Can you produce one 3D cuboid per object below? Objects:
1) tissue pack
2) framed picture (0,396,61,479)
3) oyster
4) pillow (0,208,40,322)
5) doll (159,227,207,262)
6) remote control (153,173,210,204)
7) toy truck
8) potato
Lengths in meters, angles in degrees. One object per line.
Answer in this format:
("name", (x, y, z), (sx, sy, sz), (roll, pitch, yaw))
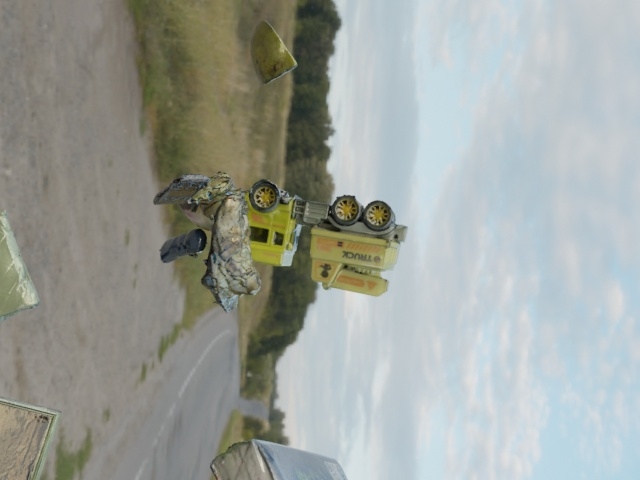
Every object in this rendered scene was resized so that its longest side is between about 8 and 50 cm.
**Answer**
("tissue pack", (-0.026, 0.535, 1.412), (0.288, 0.124, 0.394), (62, 11, 29))
("framed picture", (-0.737, 0.496, 1.743), (0.014, 0.197, 0.252), (-34, -140, 61))
("oyster", (-0.137, -0.007, 1.065), (0.259, 0.092, 0.198), (78, -1, -69))
("pillow", (-0.836, 0.101, 1.803), (0.274, 0.281, 0.076), (61, -3, 21))
("doll", (-0.196, 0.009, 1.057), (0.125, 0.027, 0.037), (-16, -117, 51))
("remote control", (-0.149, -0.055, 0.798), (0.096, 0.039, 0.014), (-22, -106, 61))
("toy truck", (0.000, 0.000, 1.221), (0.124, 0.273, 0.157), (20, 80, -82))
("potato", (-0.122, -0.410, 1.633), (0.120, 0.081, 0.149), (59, -5, -17))
